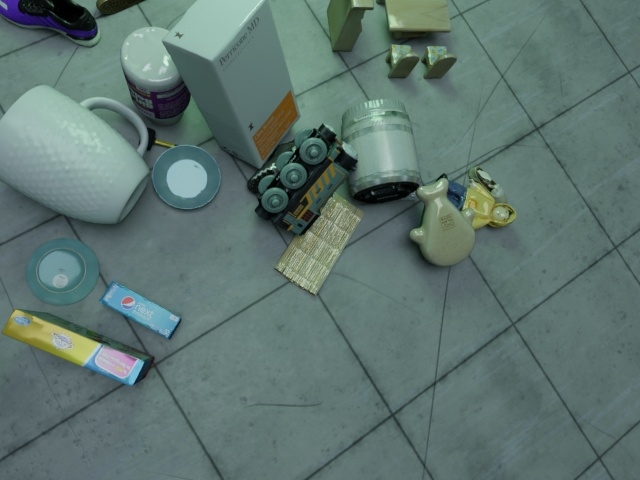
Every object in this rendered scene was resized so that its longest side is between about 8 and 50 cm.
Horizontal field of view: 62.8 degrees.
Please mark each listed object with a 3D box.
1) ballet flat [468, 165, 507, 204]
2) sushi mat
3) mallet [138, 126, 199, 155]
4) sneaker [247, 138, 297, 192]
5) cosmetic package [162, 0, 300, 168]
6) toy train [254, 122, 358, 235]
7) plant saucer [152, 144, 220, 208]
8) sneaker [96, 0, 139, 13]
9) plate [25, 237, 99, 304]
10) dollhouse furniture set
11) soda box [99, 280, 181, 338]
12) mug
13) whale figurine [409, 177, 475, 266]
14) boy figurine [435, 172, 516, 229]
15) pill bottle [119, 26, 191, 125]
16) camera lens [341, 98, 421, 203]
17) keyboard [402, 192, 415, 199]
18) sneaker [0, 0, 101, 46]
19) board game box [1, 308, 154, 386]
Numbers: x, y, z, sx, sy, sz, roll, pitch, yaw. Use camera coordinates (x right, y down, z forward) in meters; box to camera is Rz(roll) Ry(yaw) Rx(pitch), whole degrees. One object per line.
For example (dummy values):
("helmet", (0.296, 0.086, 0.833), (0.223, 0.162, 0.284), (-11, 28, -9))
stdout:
("ballet flat", (0.565, -0.183, 1.754), (0.168, 0.052, 0.057), (41, 73, -2))
("sushi mat", (0.000, 0.000, 1.613), (0.151, 0.019, 0.316), (33, 74, -5))
("mallet", (-0.442, -0.292, 1.569), (0.190, 0.039, 0.062), (7, 81, -15))
("sneaker", (-0.129, -0.233, 1.604), (0.234, 0.106, 0.078), (-36, 131, 2))
("cosmetic package", (-0.213, -0.424, 1.416), (0.161, 0.453, 0.230), (29, 74, 20))
("toy train", (-0.041, -0.171, 1.511), (0.190, 0.142, 0.334), (33, 106, -26))
("plant saucer", (-0.395, -0.185, 1.551), (0.195, 0.037, 0.195), (2, 82, -13))
("sneaker", (-0.613, -0.772, 1.616), (0.192, 0.064, 0.086), (-33, 80, -17))
("plate", (-0.709, 0.083, 1.439), (0.188, 0.024, 0.188), (3, 78, -13))
("dollhouse furniture set", (0.247, -0.750, 1.694), (0.394, 0.256, 0.362), (-4, 80, -13))
("soda box", (-0.491, 0.192, 1.439), (0.210, 0.071, 0.067), (31, 73, -5))
("mug", (-0.621, -0.236, 1.409), (0.328, 0.276, 0.374), (32, 56, -11))
("whale figurine", (0.366, -0.056, 1.617), (0.216, 0.141, 0.272), (-23, 106, -4))
("boy figurine", (0.499, -0.107, 1.707), (0.285, 0.092, 0.177), (25, 72, -3))
("pill bottle", (-0.448, -0.436, 1.455), (0.169, 0.301, 0.169), (2, 77, -11))
("camera lens", (0.182, -0.262, 1.599), (0.219, 0.219, 0.274), (-6, 80, -13))
("keyboard", (0.269, -0.258, 1.728), (0.072, 0.014, 0.256), (-1, 79, -7))
("sneaker", (-0.792, -0.674, 1.509), (0.293, 0.146, 0.102), (14, 76, -10))
("board game box", (-0.589, 0.266, 1.315), (0.317, 0.242, 0.064), (24, 76, -6))
